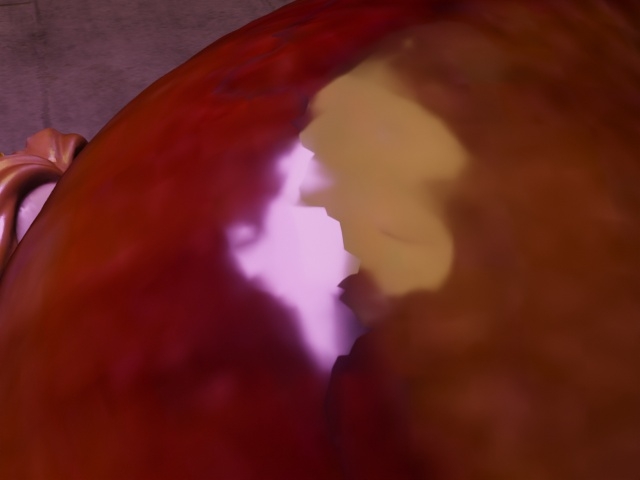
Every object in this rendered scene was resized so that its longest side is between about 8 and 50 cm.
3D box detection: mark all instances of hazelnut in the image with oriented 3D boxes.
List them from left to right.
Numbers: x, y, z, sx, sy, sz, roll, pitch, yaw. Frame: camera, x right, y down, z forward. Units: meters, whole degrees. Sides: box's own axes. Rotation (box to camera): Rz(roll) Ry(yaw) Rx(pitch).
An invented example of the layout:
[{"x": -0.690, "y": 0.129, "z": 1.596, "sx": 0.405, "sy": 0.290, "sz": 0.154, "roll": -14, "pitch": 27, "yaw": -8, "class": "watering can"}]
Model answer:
[{"x": 0.035, "y": 0.073, "z": 0.708, "sx": 0.402, "sy": 0.402, "sz": 0.429, "roll": 9, "pitch": 38, "yaw": 27, "class": "hazelnut"}]

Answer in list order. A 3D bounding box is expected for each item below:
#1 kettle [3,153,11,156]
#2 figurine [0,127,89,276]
[{"x": -0.190, "y": 0.024, "z": 1.166, "sx": 0.236, "sy": 0.161, "sz": 0.221, "roll": 0, "pitch": -7, "yaw": 5, "class": "kettle"}, {"x": -0.130, "y": 0.045, "z": 0.981, "sx": 0.263, "sy": 0.189, "sz": 0.142, "roll": 39, "pitch": 28, "yaw": 4, "class": "figurine"}]
